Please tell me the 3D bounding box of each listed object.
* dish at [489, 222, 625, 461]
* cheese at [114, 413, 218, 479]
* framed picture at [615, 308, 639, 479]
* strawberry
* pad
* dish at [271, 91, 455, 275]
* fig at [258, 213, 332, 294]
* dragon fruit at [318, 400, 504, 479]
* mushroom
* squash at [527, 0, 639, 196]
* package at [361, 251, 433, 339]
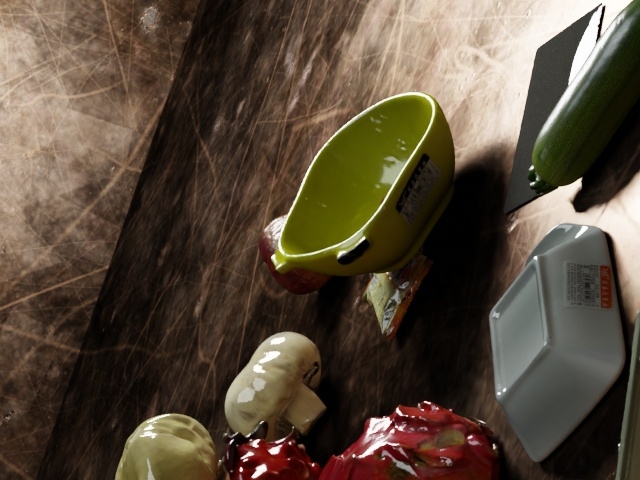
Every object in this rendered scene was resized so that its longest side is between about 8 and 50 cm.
[{"bbox_3d":[0.208,0.075,1.644,0.154,0.064,0.234,-56,20,36],"label":"dish"},{"bbox_3d":[-0.170,0.314,1.955,0.214,0.117,0.226,107,163,-49],"label":"cheese"},{"bbox_3d":[0.292,0.141,1.396,0.184,0.016,0.250,-40,33,58],"label":"framed picture"},{"bbox_3d":[-0.050,0.351,1.969,0.280,0.150,0.253,-93,9,-48],"label":"strawberry"},{"bbox_3d":[0.248,-0.140,1.876,0.143,0.003,0.211,-34,38,61],"label":"pad"},{"bbox_3d":[0.071,-0.043,2.049,0.221,0.108,0.262,-14,41,51],"label":"dish"},{"bbox_3d":[-0.008,0.010,2.352,0.119,0.153,0.119,52,155,36],"label":"fig"},{"bbox_3d":[0.080,0.245,1.724,0.261,0.189,0.163,-15,86,64],"label":"dragon fruit"},{"bbox_3d":[-0.047,0.192,2.196,0.154,0.122,0.154,-48,-23,-29],"label":"mushroom"},{"bbox_3d":[0.272,-0.141,1.703,0.258,0.069,0.069,-60,19,28],"label":"squash"},{"bbox_3d":[0.090,0.049,2.083,0.108,0.031,0.121,-64,19,14],"label":"package"}]
